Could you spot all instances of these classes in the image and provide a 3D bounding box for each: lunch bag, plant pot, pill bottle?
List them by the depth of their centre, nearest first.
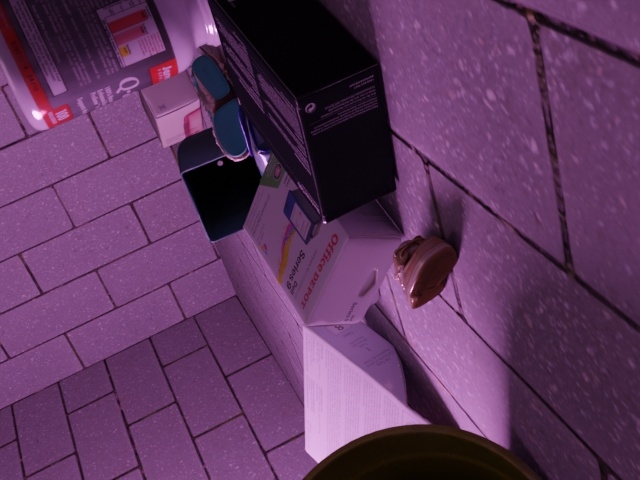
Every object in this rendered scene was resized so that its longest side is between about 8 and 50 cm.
[{"bbox_3d":[0.154,0.459,1.139,0.366,0.366,0.353,57,180,34],"label":"plant pot"},{"bbox_3d":[-0.064,-0.161,1.339,0.129,0.096,0.151,77,178,-60],"label":"lunch bag"},{"bbox_3d":[-0.328,-0.335,1.452,0.210,0.363,0.210,61,169,20],"label":"pill bottle"},{"bbox_3d":[-0.196,-0.143,1.854,0.234,0.165,0.166,-122,10,-58],"label":"plant pot"}]

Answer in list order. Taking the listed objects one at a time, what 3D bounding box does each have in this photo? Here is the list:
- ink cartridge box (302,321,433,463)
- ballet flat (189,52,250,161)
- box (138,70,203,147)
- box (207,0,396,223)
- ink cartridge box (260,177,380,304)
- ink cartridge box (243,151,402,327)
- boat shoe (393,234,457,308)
[{"bbox_3d":[0.120,0.327,1.497,0.385,0.091,0.308,33,136,39],"label":"ink cartridge box"},{"bbox_3d":[-0.174,-0.248,1.728,0.241,0.091,0.077,68,-172,20],"label":"ballet flat"},{"bbox_3d":[-0.397,-0.365,2.407,0.149,0.127,0.232,63,170,9],"label":"box"},{"bbox_3d":[-0.025,-0.176,1.051,0.261,0.103,0.184,55,163,41],"label":"box"},{"bbox_3d":[0.000,0.000,1.396,0.208,0.087,0.153,56,167,36],"label":"ink cartridge box"},{"bbox_3d":[-0.002,-0.013,1.197,0.212,0.093,0.154,54,133,38],"label":"ink cartridge box"},{"bbox_3d":[0.105,0.026,0.997,0.059,0.063,0.170,55,168,16],"label":"boat shoe"}]
